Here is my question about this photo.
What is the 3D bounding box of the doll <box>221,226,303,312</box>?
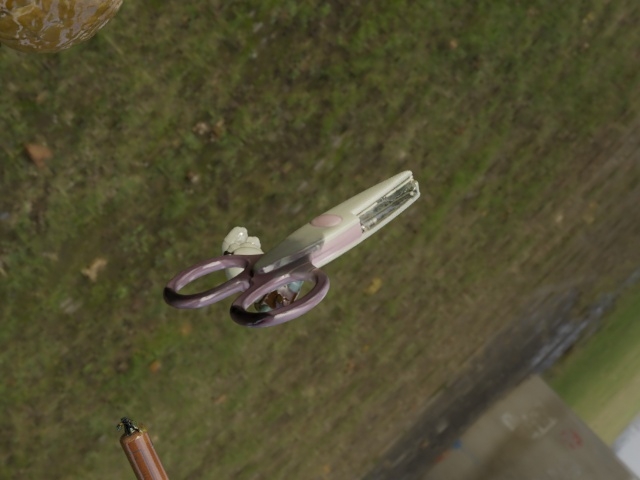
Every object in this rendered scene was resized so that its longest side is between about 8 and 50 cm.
[{"bbox_3d":[-0.042,0.022,0.711,0.040,0.058,0.085,-50,-171,1],"label":"doll"}]

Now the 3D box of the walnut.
[{"bbox_3d":[-0.181,-0.181,0.714,0.124,0.105,0.105,-21,167,14],"label":"walnut"}]

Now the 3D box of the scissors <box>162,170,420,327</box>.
[{"bbox_3d":[0.000,0.000,0.558,0.176,0.085,0.022,-32,121,-44],"label":"scissors"}]

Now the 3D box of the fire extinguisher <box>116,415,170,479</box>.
[{"bbox_3d":[-0.127,0.162,0.776,0.022,0.083,0.028,-23,-166,-9],"label":"fire extinguisher"}]
